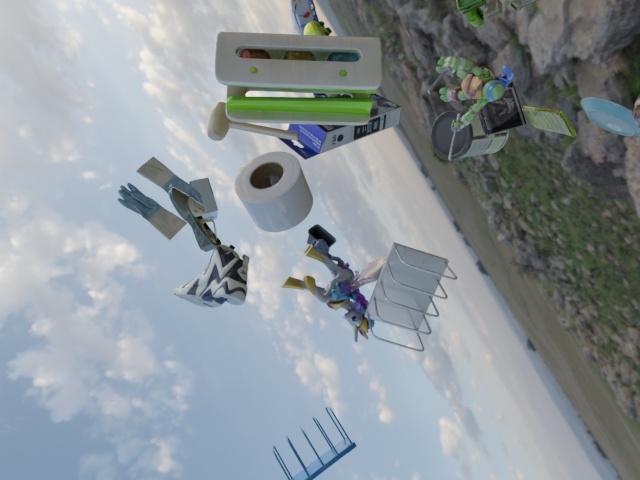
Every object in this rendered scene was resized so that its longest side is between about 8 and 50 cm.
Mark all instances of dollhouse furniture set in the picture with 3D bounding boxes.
[{"bbox_3d":[0.631,-0.880,1.423,0.198,0.302,0.151,-6,-90,-50],"label":"dollhouse furniture set"}]

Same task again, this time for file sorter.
[{"bbox_3d":[-0.021,0.489,1.001,0.104,0.170,0.118,55,164,14],"label":"file sorter"},{"bbox_3d":[0.280,0.183,1.330,0.193,0.277,0.173,17,-162,-4],"label":"file sorter"}]

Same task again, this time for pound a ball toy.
[{"bbox_3d":[-0.064,-0.287,0.783,0.208,0.319,0.135,101,170,-75],"label":"pound a ball toy"}]

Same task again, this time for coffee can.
[{"bbox_3d":[0.648,-0.462,1.824,0.275,0.201,0.201,-14,-111,-33],"label":"coffee can"}]

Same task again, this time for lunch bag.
[{"bbox_3d":[-0.054,-0.862,1.773,0.303,0.115,0.243,111,143,-84],"label":"lunch bag"}]

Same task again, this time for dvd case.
[{"bbox_3d":[0.612,-0.457,1.445,0.018,0.221,0.164,-16,93,61],"label":"dvd case"}]

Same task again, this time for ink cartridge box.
[{"bbox_3d":[0.049,-0.336,1.184,0.165,0.333,0.065,43,149,36],"label":"ink cartridge box"},{"bbox_3d":[-0.513,-0.170,1.854,0.208,0.087,0.153,152,100,-73],"label":"ink cartridge box"}]

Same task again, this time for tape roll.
[{"bbox_3d":[-0.163,-0.174,1.502,0.169,0.246,0.246,67,-176,-52],"label":"tape roll"}]

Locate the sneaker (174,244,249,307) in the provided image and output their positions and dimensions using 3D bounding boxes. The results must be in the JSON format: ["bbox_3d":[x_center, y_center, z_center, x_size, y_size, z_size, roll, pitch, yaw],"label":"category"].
[{"bbox_3d":[-0.270,0.085,1.083,0.094,0.235,0.153,36,-124,-39],"label":"sneaker"}]

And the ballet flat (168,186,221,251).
[{"bbox_3d":[-0.328,-0.061,1.134,0.072,0.068,0.213,-99,-8,-53],"label":"ballet flat"}]

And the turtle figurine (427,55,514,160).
[{"bbox_3d":[0.379,-0.427,1.210,0.198,0.275,0.266,36,-159,-23],"label":"turtle figurine"}]

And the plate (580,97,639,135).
[{"bbox_3d":[0.774,-0.319,1.114,0.188,0.024,0.188,30,-167,-8],"label":"plate"}]

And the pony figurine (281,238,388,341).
[{"bbox_3d":[0.084,0.156,1.578,0.363,0.303,0.351,37,-130,-6],"label":"pony figurine"}]

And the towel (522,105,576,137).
[{"bbox_3d":[0.771,-0.406,1.432,0.102,0.021,0.237,48,-169,-19],"label":"towel"}]

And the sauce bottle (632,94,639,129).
[{"bbox_3d":[0.718,-0.270,0.739,0.111,0.111,0.344,58,-178,-2],"label":"sauce bottle"}]

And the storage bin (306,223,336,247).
[{"bbox_3d":[0.000,0.000,2.044,0.135,0.091,0.098,40,-130,13],"label":"storage bin"}]

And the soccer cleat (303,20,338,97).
[{"bbox_3d":[-0.002,-0.406,0.994,0.289,0.121,0.093,9,-120,-78],"label":"soccer cleat"}]

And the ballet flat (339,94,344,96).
[{"bbox_3d":[0.111,-0.627,1.732,0.073,0.232,0.080,17,-118,-21],"label":"ballet flat"}]

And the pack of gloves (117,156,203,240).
[{"bbox_3d":[-0.513,-0.131,1.355,0.232,0.046,0.195,38,-120,-5],"label":"pack of gloves"}]
